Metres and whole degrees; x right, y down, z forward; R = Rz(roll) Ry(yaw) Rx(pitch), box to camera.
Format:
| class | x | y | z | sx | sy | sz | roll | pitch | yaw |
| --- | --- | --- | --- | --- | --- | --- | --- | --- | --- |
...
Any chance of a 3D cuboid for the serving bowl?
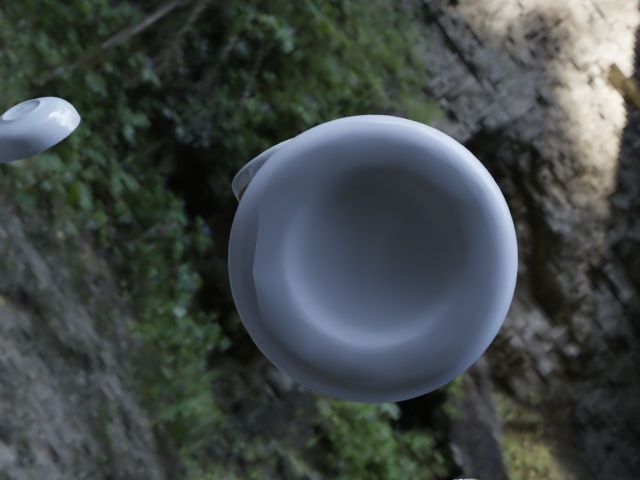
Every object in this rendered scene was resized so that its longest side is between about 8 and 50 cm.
| class | x | y | z | sx | sy | sz | roll | pitch | yaw |
| --- | --- | --- | --- | --- | --- | --- | --- | --- | --- |
| serving bowl | -0.244 | -0.098 | 1.208 | 0.083 | 0.083 | 0.027 | 32 | -32 | 59 |

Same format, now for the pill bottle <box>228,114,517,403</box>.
| class | x | y | z | sx | sy | sz | roll | pitch | yaw |
| --- | --- | --- | --- | --- | --- | --- | --- | --- | --- |
| pill bottle | 0.034 | 0.014 | 1.071 | 0.188 | 0.188 | 0.334 | 54 | 0 | 0 |

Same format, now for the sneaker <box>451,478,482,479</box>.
| class | x | y | z | sx | sy | sz | roll | pitch | yaw |
| --- | --- | --- | --- | --- | --- | --- | --- | --- | --- |
| sneaker | 0.148 | 0.277 | 1.564 | 0.031 | 0.083 | 0.035 | 141 | -55 | -80 |

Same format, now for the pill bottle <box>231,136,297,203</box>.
| class | x | y | z | sx | sy | sz | roll | pitch | yaw |
| --- | --- | --- | --- | --- | --- | --- | --- | --- | --- |
| pill bottle | 0.000 | 0.000 | 1.725 | 0.229 | 0.131 | 0.131 | 61 | -11 | 12 |
